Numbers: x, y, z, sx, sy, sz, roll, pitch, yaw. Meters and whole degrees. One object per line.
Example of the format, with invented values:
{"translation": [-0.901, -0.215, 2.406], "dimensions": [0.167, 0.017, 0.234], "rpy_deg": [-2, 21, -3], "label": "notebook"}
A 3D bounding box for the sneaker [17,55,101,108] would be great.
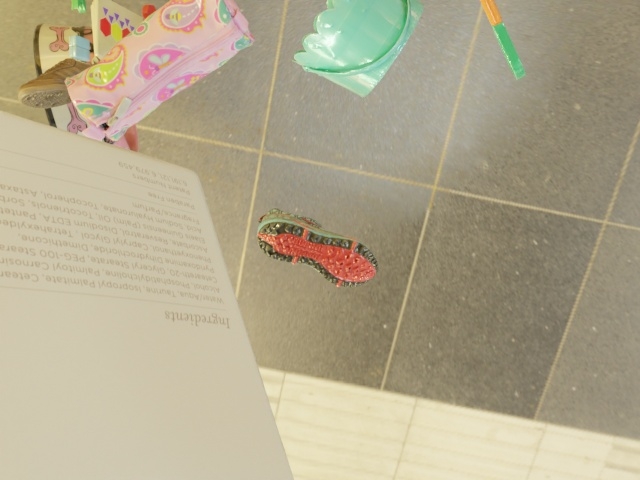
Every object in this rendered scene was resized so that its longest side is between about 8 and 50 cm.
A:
{"translation": [-0.464, -0.288, 1.253], "dimensions": [0.066, 0.188, 0.071], "rpy_deg": [-32, 84, 42], "label": "sneaker"}

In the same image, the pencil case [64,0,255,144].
{"translation": [-0.236, -0.259, 1.017], "dimensions": [0.284, 0.124, 0.124], "rpy_deg": [-35, 105, 4], "label": "pencil case"}

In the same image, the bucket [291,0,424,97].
{"translation": [0.084, -0.463, 1.522], "dimensions": [0.183, 0.281, 0.281], "rpy_deg": [31, 108, -10], "label": "bucket"}

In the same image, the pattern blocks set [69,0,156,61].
{"translation": [-0.461, -0.463, 1.593], "dimensions": [0.026, 0.325, 0.286], "rpy_deg": [0, 81, 20], "label": "pattern blocks set"}

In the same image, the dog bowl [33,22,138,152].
{"translation": [-0.579, -0.355, 1.769], "dimensions": [0.150, 0.408, 0.408], "rpy_deg": [-12, 109, -5], "label": "dog bowl"}

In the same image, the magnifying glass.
{"translation": [0.320, -0.377, 1.246], "dimensions": [0.026, 0.092, 0.231], "rpy_deg": [-24, 140, 17], "label": "magnifying glass"}

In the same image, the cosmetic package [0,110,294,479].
{"translation": [-0.291, 0.134, 0.693], "dimensions": [0.329, 0.327, 0.394], "rpy_deg": [-37, 60, 27], "label": "cosmetic package"}

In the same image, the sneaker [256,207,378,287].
{"translation": [0.000, 0.000, 1.392], "dimensions": [0.261, 0.125, 0.104], "rpy_deg": [24, 114, -17], "label": "sneaker"}
